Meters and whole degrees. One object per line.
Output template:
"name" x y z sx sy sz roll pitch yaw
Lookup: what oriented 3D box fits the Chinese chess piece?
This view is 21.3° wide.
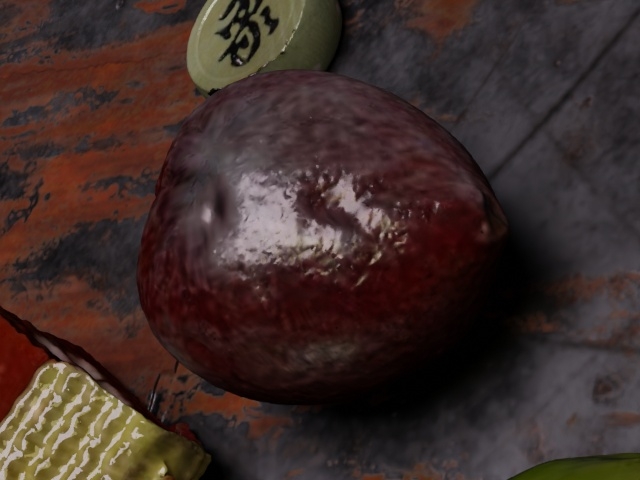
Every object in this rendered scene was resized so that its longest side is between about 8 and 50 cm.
"Chinese chess piece" -0.049 -0.173 1.439 0.144 0.058 0.144 -23 50 31

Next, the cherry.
"cherry" 0.000 0.000 1.165 0.300 0.203 0.230 3 58 36

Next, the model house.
"model house" -0.207 0.185 1.269 0.254 0.160 0.196 27 83 48

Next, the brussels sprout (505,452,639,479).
"brussels sprout" 0.172 0.253 0.792 0.268 0.344 0.344 -20 39 -15
